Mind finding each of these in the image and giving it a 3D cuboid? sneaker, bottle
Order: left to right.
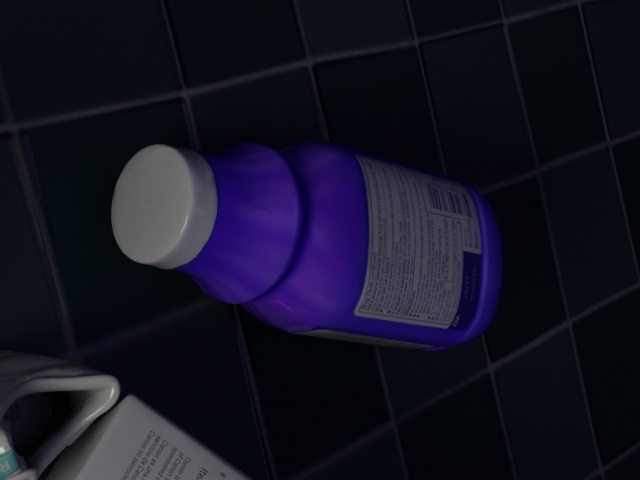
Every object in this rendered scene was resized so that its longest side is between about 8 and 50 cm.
[{"bbox_3d":[-0.179,0.108,0.655,0.212,0.094,0.080,-39,114,-45],"label":"sneaker"},{"bbox_3d":[0.000,0.000,0.882,0.282,0.092,0.118,11,75,-48],"label":"bottle"}]

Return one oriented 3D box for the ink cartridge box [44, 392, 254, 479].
[{"bbox_3d":[-0.055,0.219,0.711,0.237,0.100,0.172,37,53,-9],"label":"ink cartridge box"}]
